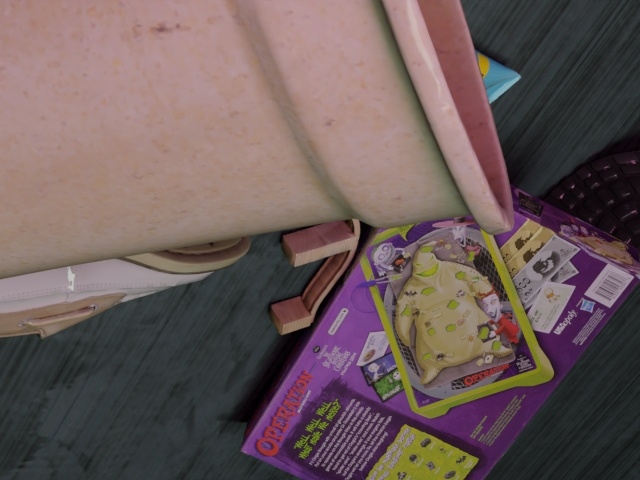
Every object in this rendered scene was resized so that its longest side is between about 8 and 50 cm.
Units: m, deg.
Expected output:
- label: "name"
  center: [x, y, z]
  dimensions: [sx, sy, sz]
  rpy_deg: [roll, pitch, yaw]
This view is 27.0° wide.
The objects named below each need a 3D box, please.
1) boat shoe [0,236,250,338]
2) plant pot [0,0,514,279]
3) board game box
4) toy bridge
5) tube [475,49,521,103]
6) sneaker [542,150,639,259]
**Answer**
- label: "boat shoe"
  center: [-0.175, 0.001, 0.874]
  dimensions: [0.103, 0.113, 0.302]
  rpy_deg: [-43, 154, 30]
- label: "plant pot"
  center: [-0.102, -0.120, 0.641]
  dimensions: [0.305, 0.334, 0.334]
  rpy_deg: [-17, 145, 11]
- label: "board game box"
  center: [0.095, 0.099, 1.156]
  dimensions: [0.208, 0.056, 0.347]
  rpy_deg: [24, 122, -12]
- label: "toy bridge"
  center: [0.000, 0.000, 1.082]
  dimensions: [0.063, 0.026, 0.188]
  rpy_deg: [-16, 140, -25]
- label: "tube"
  center: [0.073, -0.130, 0.976]
  dimensions: [0.080, 0.052, 0.207]
  rpy_deg: [-35, 151, 21]
- label: "sneaker"
  center: [0.236, 0.019, 1.233]
  dimensions: [0.283, 0.107, 0.124]
  rpy_deg: [-31, 153, 10]
